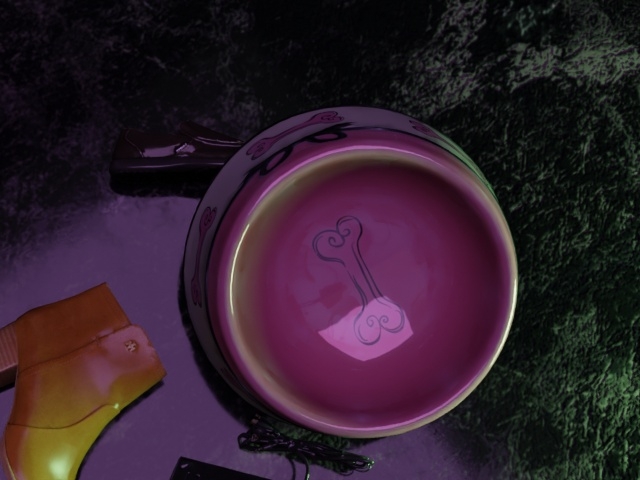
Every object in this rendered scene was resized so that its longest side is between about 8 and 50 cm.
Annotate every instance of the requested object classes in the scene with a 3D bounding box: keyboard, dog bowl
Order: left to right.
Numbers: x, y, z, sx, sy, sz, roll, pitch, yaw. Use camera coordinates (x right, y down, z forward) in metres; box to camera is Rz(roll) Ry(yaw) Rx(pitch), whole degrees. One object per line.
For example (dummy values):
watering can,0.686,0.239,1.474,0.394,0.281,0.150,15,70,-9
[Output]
keyboard,-0.027,0.314,1.345,0.317,0.033,0.201,13,56,13
dog bowl,0.045,0.048,1.342,0.408,0.150,0.408,-1,98,-8

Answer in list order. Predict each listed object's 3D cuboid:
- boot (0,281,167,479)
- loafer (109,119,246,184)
boot,-0.273,0.205,1.342,0.211,0.104,0.295,-23,75,-14
loafer,-0.156,-0.117,1.455,0.220,0.080,0.078,-1,77,-10
